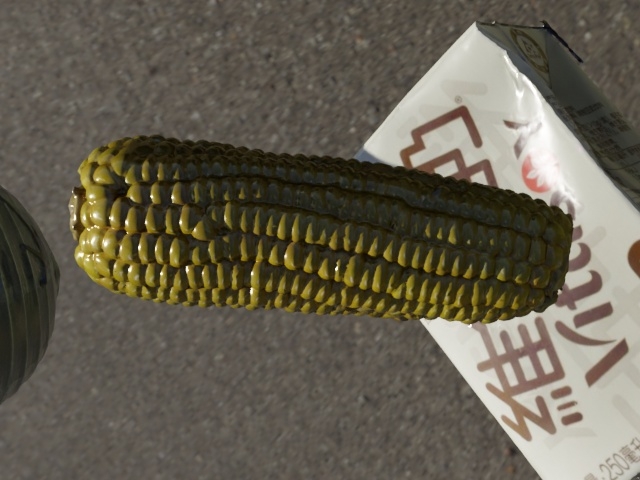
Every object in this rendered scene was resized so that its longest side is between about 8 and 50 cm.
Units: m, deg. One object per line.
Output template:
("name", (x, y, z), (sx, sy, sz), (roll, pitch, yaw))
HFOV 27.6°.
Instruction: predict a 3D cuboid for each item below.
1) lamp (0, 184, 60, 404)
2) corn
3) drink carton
("lamp", (-0.329, 0.044, 1.035), (0.265, 0.233, 0.233), (-1, 112, 52))
("corn", (0.000, 0.000, 0.599), (0.231, 0.080, 0.080), (8, 116, -1))
("drink carton", (0.177, 0.018, 0.959), (0.194, 0.132, 0.325), (-47, 69, 28))
